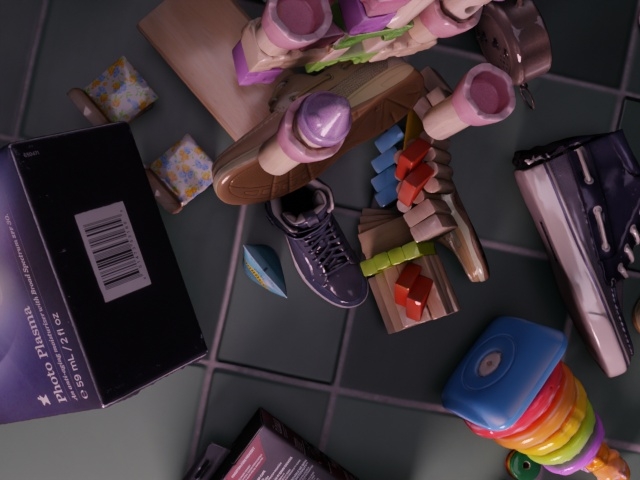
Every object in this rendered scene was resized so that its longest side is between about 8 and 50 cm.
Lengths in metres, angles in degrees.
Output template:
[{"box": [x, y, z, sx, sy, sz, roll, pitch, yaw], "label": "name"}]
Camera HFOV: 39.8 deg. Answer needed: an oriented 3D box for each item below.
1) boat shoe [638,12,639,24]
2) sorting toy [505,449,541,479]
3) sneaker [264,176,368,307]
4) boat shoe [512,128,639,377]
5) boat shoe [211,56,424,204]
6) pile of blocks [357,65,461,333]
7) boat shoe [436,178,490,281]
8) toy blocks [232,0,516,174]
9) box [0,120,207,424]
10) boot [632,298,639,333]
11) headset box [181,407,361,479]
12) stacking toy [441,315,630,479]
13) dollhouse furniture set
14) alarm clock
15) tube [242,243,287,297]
[{"box": [0.569, -0.290, 1.253, 0.228, 0.076, 0.080, 24, 90, -7], "label": "boat shoe"}, {"box": [0.272, 0.443, 1.256, 0.132, 0.046, 0.275, 31, 75, -6], "label": "sorting toy"}, {"box": [-0.002, 0.000, 1.164, 0.086, 0.163, 0.226, -34, 97, -5], "label": "sneaker"}, {"box": [0.400, 0.009, 1.220, 0.158, 0.127, 0.341, -22, 94, 3], "label": "boat shoe"}, {"box": [-0.015, -0.147, 1.069, 0.302, 0.109, 0.098, -33, 68, -20], "label": "boat shoe"}, {"box": [0.108, -0.051, 1.167, 0.148, 0.112, 0.363, 3, 92, 23], "label": "pile of blocks"}, {"box": [0.172, -0.023, 1.235, 0.072, 0.068, 0.190, -25, 83, 9], "label": "boat shoe"}, {"box": [0.057, -0.253, 0.907, 0.288, 0.260, 0.309, -15, 86, -24], "label": "toy blocks"}, {"box": [-0.336, 0.051, 1.052, 0.294, 0.182, 0.297, -16, 95, 37], "label": "box"}, {"box": [0.562, 0.044, 1.201, 0.095, 0.203, 0.262, 43, 89, -7], "label": "boot"}, {"box": [-0.053, 0.387, 1.198, 0.293, 0.110, 0.218, 37, 88, -7], "label": "headset box"}, {"box": [0.328, 0.256, 1.229, 0.302, 0.175, 0.166, 41, 79, -20], "label": "stacking toy"}, {"box": [-0.173, -0.290, 1.086, 0.362, 0.256, 0.394, -41, 96, -3], "label": "dollhouse furniture set"}, {"box": [0.263, -0.260, 1.204, 0.064, 0.129, 0.192, -28, 122, -2], "label": "alarm clock"}, {"box": [-0.073, 0.033, 1.134, 0.052, 0.207, 0.080, -45, 94, -3], "label": "tube"}]
